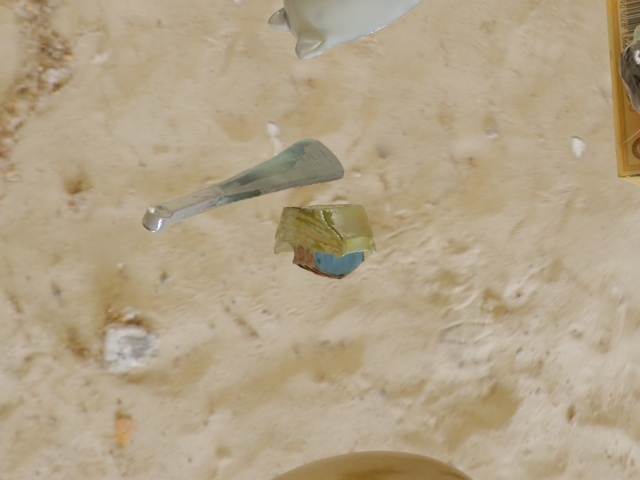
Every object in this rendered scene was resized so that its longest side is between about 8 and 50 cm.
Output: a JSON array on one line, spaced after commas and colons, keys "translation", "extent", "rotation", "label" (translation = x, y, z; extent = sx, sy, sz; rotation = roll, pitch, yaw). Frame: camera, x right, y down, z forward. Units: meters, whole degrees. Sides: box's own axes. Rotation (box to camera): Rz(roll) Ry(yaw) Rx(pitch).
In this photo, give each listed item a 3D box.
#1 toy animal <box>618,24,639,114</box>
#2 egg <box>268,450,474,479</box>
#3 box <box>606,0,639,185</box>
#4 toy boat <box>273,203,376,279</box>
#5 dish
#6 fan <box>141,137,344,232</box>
[{"translation": [0.336, -0.098, 1.051], "extent": [0.094, 0.121, 0.225], "rotation": [-38, 112, 18], "label": "toy animal"}, {"translation": [0.019, 0.315, 1.054], "extent": [0.322, 0.250, 0.250], "rotation": [-40, 82, 16], "label": "egg"}, {"translation": [0.455, -0.210, 1.636], "extent": [0.076, 0.174, 0.274], "rotation": [-7, 81, 34], "label": "box"}, {"translation": [0.000, 0.000, 1.082], "extent": [0.065, 0.172, 0.066], "rotation": [-7, 95, -22], "label": "toy boat"}, {"translation": [0.024, -0.309, 1.332], "extent": [0.228, 0.236, 0.086], "rotation": [-10, 131, 31], "label": "dish"}, {"translation": [-0.069, -0.054, 1.117], "extent": [0.057, 0.282, 0.023], "rotation": [49, 125, 15], "label": "fan"}]
